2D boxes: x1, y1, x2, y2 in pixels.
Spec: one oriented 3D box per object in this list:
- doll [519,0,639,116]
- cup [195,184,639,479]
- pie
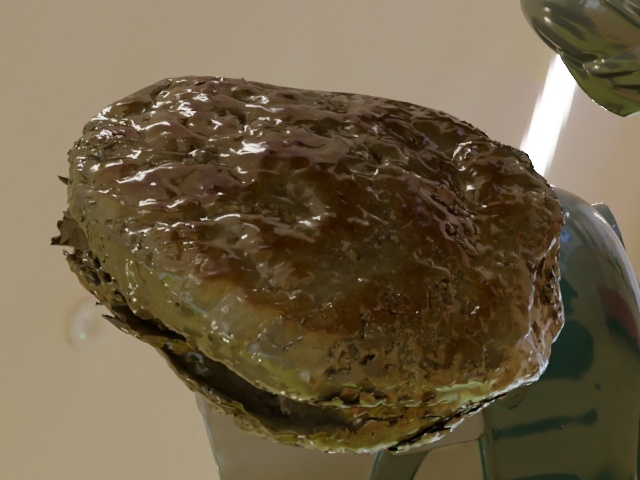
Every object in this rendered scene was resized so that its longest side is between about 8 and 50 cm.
[{"bbox_3d":[0.113,-0.109,0.702,0.180,0.094,0.079,28,-93,-20],"label":"doll"},{"bbox_3d":[0.054,0.104,0.876,0.290,0.257,0.219,-100,0,-48],"label":"cup"},{"bbox_3d":[0.000,0.000,0.595,0.163,0.193,0.079,-34,-35,-28],"label":"pie"}]
